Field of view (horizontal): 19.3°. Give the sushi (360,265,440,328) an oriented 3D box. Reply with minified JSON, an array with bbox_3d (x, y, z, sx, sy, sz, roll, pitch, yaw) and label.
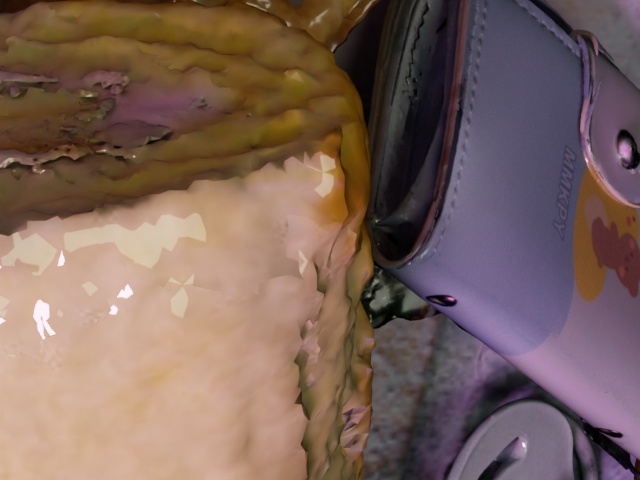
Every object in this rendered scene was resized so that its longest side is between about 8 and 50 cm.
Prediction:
[{"bbox_3d":[0.000,0.000,0.843,0.083,0.056,0.085,-21,119,-8],"label":"sushi"}]

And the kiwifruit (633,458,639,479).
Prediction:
[{"bbox_3d":[0.270,0.100,0.929,0.234,0.196,0.196,-50,122,-4],"label":"kiwifruit"}]

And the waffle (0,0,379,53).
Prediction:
[{"bbox_3d":[-0.085,-0.133,0.728,0.213,0.091,0.308,40,90,-31],"label":"waffle"}]

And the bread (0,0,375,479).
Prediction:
[{"bbox_3d":[-0.092,0.106,0.689,0.236,0.165,0.375,-6,127,-10],"label":"bread"}]

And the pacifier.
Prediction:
[{"bbox_3d":[0.122,0.148,0.926,0.127,0.116,0.150,-36,121,-38],"label":"pacifier"}]

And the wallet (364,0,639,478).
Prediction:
[{"bbox_3d":[0.105,-0.009,0.849,0.231,0.069,0.170,37,56,-39],"label":"wallet"}]
